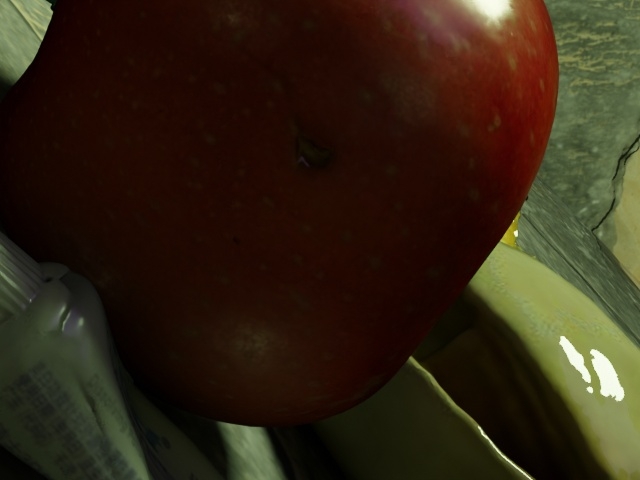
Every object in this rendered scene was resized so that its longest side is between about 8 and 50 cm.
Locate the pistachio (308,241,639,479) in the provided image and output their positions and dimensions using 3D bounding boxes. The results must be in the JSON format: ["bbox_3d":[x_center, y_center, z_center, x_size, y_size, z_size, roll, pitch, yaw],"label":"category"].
[{"bbox_3d":[0.101,0.113,0.830,0.288,0.166,0.197,51,-12,39],"label":"pistachio"}]

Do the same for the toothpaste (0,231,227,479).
[{"bbox_3d":[-0.070,0.084,0.600,0.282,0.068,0.099,48,39,-24],"label":"toothpaste"}]

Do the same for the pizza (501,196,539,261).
[{"bbox_3d":[0.084,-0.002,1.231,0.289,0.081,0.228,-19,88,-53],"label":"pizza"}]

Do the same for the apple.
[{"bbox_3d":[-0.021,-0.051,0.690,0.216,0.260,0.260,32,14,-5],"label":"apple"}]

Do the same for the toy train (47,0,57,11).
[{"bbox_3d":[-0.180,-0.214,0.833,0.298,0.120,0.194,21,18,-8],"label":"toy train"}]
